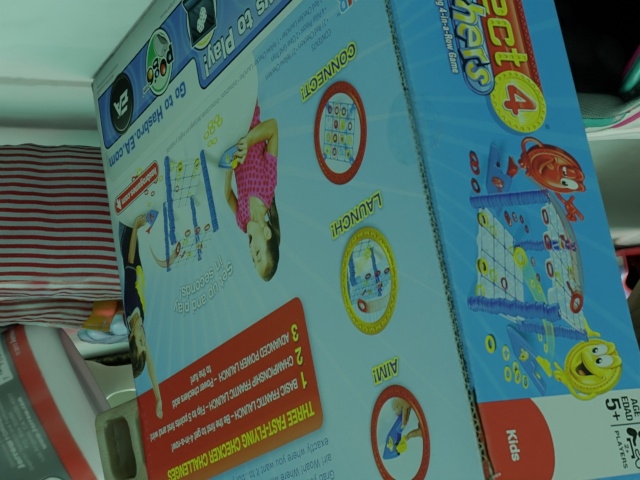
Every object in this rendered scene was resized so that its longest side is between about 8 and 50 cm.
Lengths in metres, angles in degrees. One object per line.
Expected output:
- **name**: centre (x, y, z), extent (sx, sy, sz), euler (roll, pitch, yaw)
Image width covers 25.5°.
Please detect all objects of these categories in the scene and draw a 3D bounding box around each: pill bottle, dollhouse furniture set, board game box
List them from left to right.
- **pill bottle**: centre (-0.358, 0.238, 1.280), extent (0.363, 0.210, 0.210), euler (-28, 166, -5)
- **dollhouse furniture set**: centre (-0.153, 0.117, 0.863), extent (0.201, 0.374, 0.152), euler (-2, 167, -33)
- **board game box**: centre (0.000, 0.000, 0.671), extent (0.086, 0.301, 0.308), euler (-2, 163, -30)

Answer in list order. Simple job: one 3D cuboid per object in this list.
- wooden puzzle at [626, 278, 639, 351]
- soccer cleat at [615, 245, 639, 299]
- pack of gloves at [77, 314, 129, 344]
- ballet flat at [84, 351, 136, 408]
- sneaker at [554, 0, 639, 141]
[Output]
- **wooden puzzle**: centre (0.336, 0.064, 1.220), extent (0.348, 0.080, 0.322), euler (-47, 180, -25)
- **soccer cleat**: centre (0.377, 0.045, 1.510), extent (0.248, 0.083, 0.095), euler (2, 156, -31)
- **pack of gloves**: centre (-0.108, 0.054, 1.310), extent (0.195, 0.046, 0.232), euler (-16, 173, 13)
- **ballet flat**: centre (-0.158, 0.171, 1.484), extent (0.483, 0.164, 0.182), euler (-9, 151, 5)
- **sneaker**: centre (0.184, -0.119, 0.727), extent (0.296, 0.123, 0.178), euler (-10, 174, 2)
